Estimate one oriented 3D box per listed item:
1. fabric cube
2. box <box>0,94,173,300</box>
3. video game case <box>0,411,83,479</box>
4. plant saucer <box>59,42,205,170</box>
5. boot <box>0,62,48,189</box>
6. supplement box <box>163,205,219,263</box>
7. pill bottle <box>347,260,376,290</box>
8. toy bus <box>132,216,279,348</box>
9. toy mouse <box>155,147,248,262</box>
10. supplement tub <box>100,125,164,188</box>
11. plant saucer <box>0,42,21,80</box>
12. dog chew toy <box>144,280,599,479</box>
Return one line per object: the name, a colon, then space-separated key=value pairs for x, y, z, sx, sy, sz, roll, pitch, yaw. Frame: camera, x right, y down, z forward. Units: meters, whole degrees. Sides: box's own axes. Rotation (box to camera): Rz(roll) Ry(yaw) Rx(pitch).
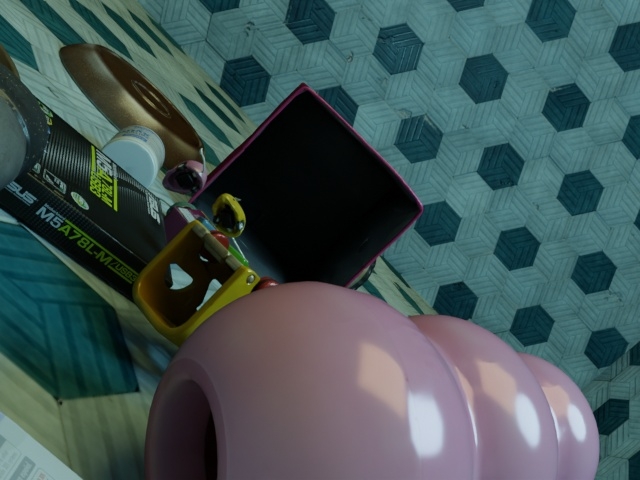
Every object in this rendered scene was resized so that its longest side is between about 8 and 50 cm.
fabric cube: x=-0.026 y=-0.073 z=1.134 sx=0.254 sy=0.259 sz=0.258 roll=45 pitch=8 yaw=-11
box: x=-0.228 y=-0.044 z=0.695 sx=0.184 sy=0.045 sz=0.191 roll=41 pitch=11 yaw=-30
video game case: x=-0.168 y=0.111 z=0.188 sx=0.244 sy=0.061 sz=0.269 roll=47 pitch=8 yaw=-12
plant saucer: x=-0.298 y=-0.224 z=1.205 sx=0.310 sy=0.050 sz=0.310 roll=45 pitch=8 yaw=-8
boot: x=-0.324 y=-0.135 z=0.418 sx=0.338 sy=0.118 sz=0.223 roll=41 pitch=14 yaw=-15
supplement box: x=-0.159 y=-0.005 z=0.835 sx=0.043 sy=0.055 sz=0.083 roll=49 pitch=9 yaw=9
pill bottle: x=0.000 y=0.000 z=1.413 sx=0.219 sy=0.123 sz=0.123 roll=42 pitch=9 yaw=-28
toy bus: x=-0.074 y=0.078 z=0.635 sx=0.202 sy=0.104 sz=0.191 roll=45 pitch=-7 yaw=-2
toy mouse: x=-0.159 y=-0.052 z=0.894 sx=0.031 sy=0.143 sz=0.161 roll=-56 pitch=148 yaw=-45
supplement tub: x=-0.228 y=-0.097 z=0.865 sx=0.071 sy=0.071 sz=0.107 roll=45 pitch=7 yaw=-17
plant saucer: x=-0.402 y=-0.221 z=0.655 sx=0.278 sy=0.041 sz=0.278 roll=46 pitch=7 yaw=-8
dog chew toy: x=0.060 y=0.137 z=0.481 sx=0.331 sy=0.207 sz=0.207 roll=7 pitch=31 yaw=-33
